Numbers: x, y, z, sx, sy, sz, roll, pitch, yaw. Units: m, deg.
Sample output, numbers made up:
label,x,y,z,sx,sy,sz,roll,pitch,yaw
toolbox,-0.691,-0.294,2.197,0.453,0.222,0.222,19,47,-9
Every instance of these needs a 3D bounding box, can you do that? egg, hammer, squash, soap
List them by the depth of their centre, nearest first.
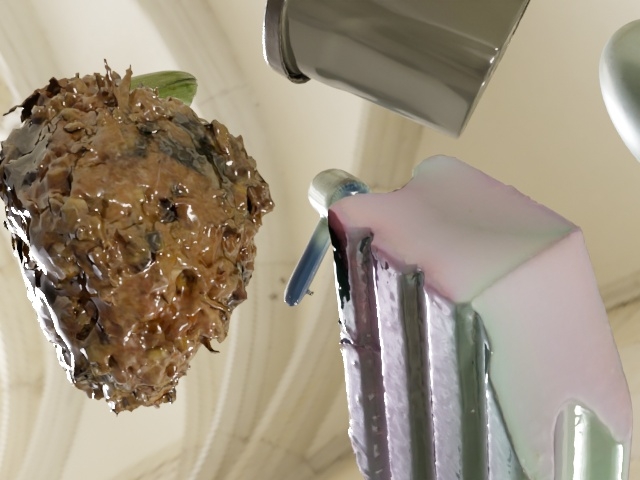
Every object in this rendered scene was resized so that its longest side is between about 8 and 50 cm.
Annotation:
label,x,y,z,sx,sy,sz,roll,pitch,yaw
soap,0.109,0.128,0.843,0.193,0.109,0.324,36,-39,45
squash,-0.236,-0.147,1.456,0.069,0.239,0.069,28,-51,41
egg,0.444,-0.160,1.506,0.264,0.183,0.183,47,-33,18
hammer,0.000,0.000,1.679,0.069,0.194,0.116,23,6,-23

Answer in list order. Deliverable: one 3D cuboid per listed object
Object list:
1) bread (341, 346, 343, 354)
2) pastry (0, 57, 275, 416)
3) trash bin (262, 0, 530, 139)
label,x,y,z,sx,sy,sz,roll,pitch,yaw
bread,0.108,0.108,1.472,0.102,0.196,0.138,-3,-100,30
pastry,-0.136,-0.003,0.971,0.275,0.193,0.275,58,-18,32
trash bin,0.091,-0.257,1.437,0.250,0.220,0.219,27,-22,5
